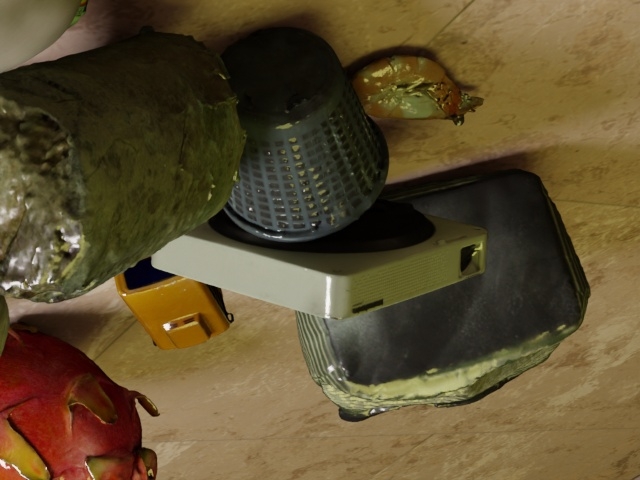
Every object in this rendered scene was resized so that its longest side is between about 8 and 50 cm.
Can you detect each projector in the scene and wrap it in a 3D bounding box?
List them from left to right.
[{"bbox_3d":[0.000,0.000,1.769,0.259,0.079,0.257,14,-162,37],"label":"projector"}]

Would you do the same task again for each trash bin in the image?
[{"bbox_3d":[-0.028,-0.112,1.636,0.175,0.175,0.161,-16,145,-2],"label":"trash bin"}]

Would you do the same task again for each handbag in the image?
[{"bbox_3d":[0.131,0.074,2.045,0.340,0.247,0.240,-16,167,-9],"label":"handbag"}]

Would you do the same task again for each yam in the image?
[{"bbox_3d":[-0.197,-0.063,1.451,0.195,0.195,0.300,-33,180,32],"label":"yam"}]

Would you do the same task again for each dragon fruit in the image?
[{"bbox_3d":[-0.344,0.219,2.026,0.315,0.250,0.250,20,173,30],"label":"dragon fruit"}]

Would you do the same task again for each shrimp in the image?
[{"bbox_3d":[0.103,-0.149,1.767,0.184,0.043,0.091,12,139,-46],"label":"shrimp"}]

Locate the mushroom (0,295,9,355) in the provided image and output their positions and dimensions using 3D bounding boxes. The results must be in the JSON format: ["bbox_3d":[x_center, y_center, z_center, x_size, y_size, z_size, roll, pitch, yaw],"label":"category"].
[{"bbox_3d":[-0.412,0.086,1.758,0.164,0.189,0.267,-38,149,11],"label":"mushroom"}]

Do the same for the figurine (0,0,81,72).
[{"bbox_3d":[-0.319,-0.193,1.205,0.380,0.203,0.248,-21,159,12],"label":"figurine"}]

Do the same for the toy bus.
[{"bbox_3d":[-0.166,0.044,1.912,0.098,0.114,0.201,-17,156,2],"label":"toy bus"}]

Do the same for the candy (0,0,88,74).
[{"bbox_3d":[-0.288,-0.147,1.439,0.305,0.083,0.091,-41,-172,36],"label":"candy"}]
